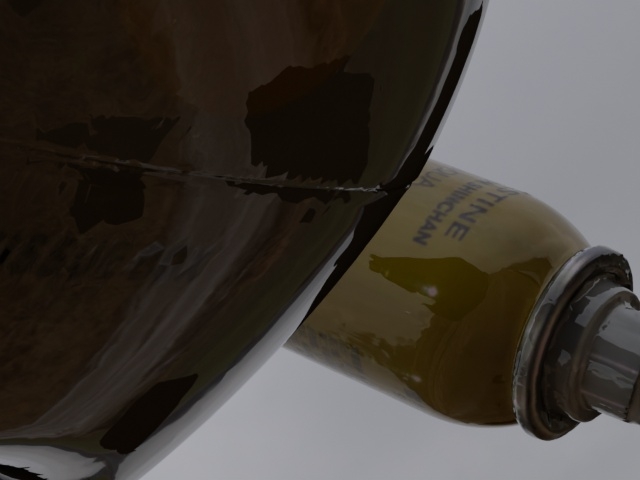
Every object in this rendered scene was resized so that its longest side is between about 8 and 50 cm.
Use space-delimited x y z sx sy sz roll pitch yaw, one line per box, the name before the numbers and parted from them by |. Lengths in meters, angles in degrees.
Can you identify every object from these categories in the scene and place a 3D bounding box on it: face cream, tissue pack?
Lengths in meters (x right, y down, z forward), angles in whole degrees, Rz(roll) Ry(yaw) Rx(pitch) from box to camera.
face cream | 0.000 0.000 0.817 0.105 0.348 0.105 -34 -44 -42
tissue pack | -0.125 -0.092 0.427 0.277 0.267 0.387 -58 -25 11
